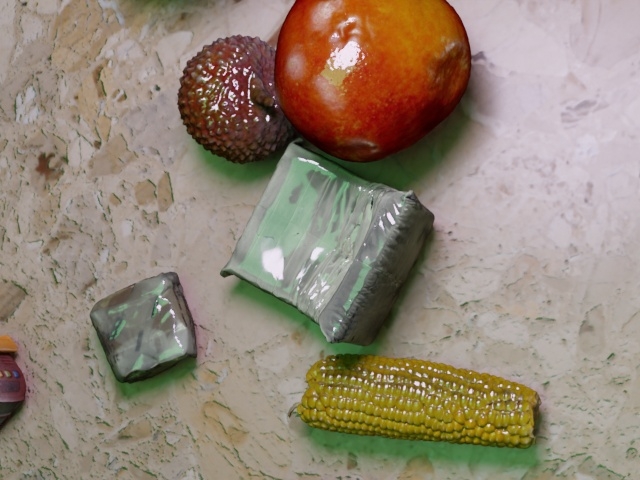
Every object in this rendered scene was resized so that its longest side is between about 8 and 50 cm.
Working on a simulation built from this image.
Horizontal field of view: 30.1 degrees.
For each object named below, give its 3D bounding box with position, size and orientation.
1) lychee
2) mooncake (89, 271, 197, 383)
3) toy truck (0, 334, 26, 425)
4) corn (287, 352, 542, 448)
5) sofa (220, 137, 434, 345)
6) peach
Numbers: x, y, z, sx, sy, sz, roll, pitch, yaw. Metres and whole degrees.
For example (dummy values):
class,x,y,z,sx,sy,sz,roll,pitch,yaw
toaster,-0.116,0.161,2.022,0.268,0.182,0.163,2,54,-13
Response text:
class,x,y,z,sx,sy,sz,roll,pitch,yaw
lychee,-0.099,-0.180,1.507,0.165,0.197,0.165,3,84,-25
mooncake,-0.229,0.116,1.562,0.130,0.073,0.125,-22,74,12
toy truck,-0.514,0.139,1.634,0.135,0.114,0.270,-45,70,13
corn,0.108,0.190,1.433,0.310,0.101,0.101,1,84,18
sofa,0.000,0.000,1.450,0.225,0.176,0.210,30,93,18
peach,0.061,-0.203,1.414,0.243,0.199,0.243,0,69,-1
